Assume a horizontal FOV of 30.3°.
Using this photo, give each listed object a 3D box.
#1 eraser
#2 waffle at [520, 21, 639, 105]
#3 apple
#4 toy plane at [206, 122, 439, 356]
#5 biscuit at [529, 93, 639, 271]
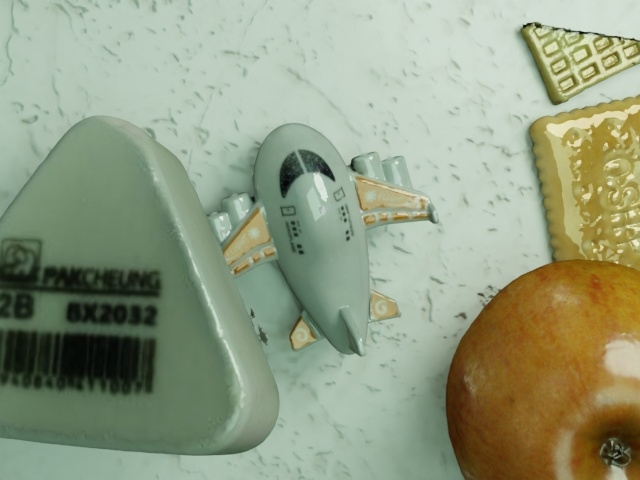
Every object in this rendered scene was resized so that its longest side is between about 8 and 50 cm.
[{"bbox_3d":[-0.229,0.088,1.111,0.331,0.150,0.331,-2,82,13],"label":"eraser"},{"bbox_3d":[0.301,-0.218,1.278,0.152,0.023,0.098,-25,100,-6],"label":"waffle"},{"bbox_3d":[0.273,0.178,1.177,0.298,0.275,0.299,0,108,-1],"label":"apple"},{"bbox_3d":[0.000,0.000,1.197,0.244,0.117,0.245,-1,97,-9],"label":"toy plane"},{"bbox_3d":[0.325,-0.028,1.296,0.160,0.030,0.250,-13,98,-9],"label":"biscuit"}]
